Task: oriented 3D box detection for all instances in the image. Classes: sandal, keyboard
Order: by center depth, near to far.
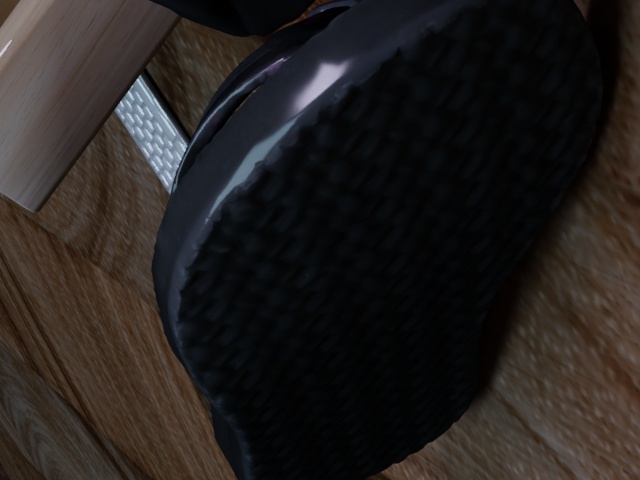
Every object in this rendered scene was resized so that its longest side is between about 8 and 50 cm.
[{"bbox_3d":[-0.002,0.002,0.774,0.107,0.167,0.446,61,164,20],"label":"sandal"},{"bbox_3d":[-0.136,-0.118,1.157,0.256,0.014,0.072,56,162,2],"label":"keyboard"}]

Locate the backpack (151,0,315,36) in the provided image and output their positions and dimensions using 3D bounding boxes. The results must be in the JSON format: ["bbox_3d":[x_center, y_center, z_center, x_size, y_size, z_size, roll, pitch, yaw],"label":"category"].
[{"bbox_3d":[-0.102,-0.217,0.494,0.290,0.273,0.355,45,-163,11],"label":"backpack"}]

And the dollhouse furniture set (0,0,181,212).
[{"bbox_3d":[-0.266,-0.212,0.821,0.394,0.362,0.256,35,-179,-41],"label":"dollhouse furniture set"}]

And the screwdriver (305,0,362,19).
[{"bbox_3d":[0.042,-0.090,0.745,0.170,0.025,0.024,3,124,58],"label":"screwdriver"}]
